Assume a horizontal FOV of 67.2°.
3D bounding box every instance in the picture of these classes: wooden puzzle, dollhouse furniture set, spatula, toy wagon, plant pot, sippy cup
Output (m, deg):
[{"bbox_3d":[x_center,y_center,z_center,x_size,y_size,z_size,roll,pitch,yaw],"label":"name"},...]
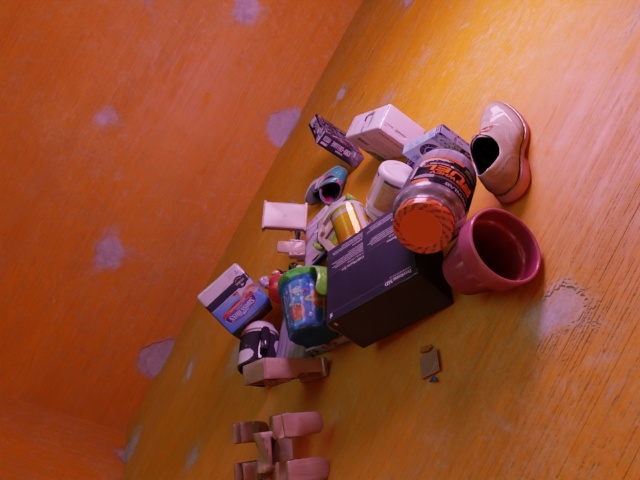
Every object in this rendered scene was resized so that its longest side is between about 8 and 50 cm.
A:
[{"bbox_3d":[0.296,0.334,1.305,0.078,0.014,0.116,-42,29,45],"label":"wooden puzzle"},{"bbox_3d":[-0.107,0.610,1.637,0.362,0.257,0.393,-34,56,48],"label":"dollhouse furniture set"},{"bbox_3d":[0.053,-0.103,2.174,0.242,0.019,0.168,-42,36,-4],"label":"spatula"},{"bbox_3d":[0.113,-0.022,1.943,0.267,0.068,0.344,-56,44,12],"label":"toy wagon"},{"bbox_3d":[0.407,0.047,1.205,0.180,0.201,0.201,128,160,-57],"label":"plant pot"},{"bbox_3d":[-0.167,-0.012,2.263,0.303,0.198,0.286,98,175,-67],"label":"dollhouse furniture set"},{"bbox_3d":[-0.034,0.243,1.696,0.240,0.305,0.224,-15,51,13],"label":"sippy cup"}]

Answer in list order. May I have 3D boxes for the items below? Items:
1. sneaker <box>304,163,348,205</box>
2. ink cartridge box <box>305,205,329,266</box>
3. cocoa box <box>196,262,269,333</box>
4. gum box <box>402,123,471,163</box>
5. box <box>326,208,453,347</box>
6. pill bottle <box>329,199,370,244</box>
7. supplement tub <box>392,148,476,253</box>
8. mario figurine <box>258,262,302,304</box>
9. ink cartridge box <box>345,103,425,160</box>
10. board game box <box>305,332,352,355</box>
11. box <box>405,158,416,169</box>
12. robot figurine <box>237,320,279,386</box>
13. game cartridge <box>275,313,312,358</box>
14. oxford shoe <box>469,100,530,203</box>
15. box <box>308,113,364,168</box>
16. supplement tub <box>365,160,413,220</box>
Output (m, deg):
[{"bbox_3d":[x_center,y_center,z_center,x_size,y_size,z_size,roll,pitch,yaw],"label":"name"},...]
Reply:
[{"bbox_3d":[0.017,-0.232,2.381,0.295,0.124,0.178,-41,21,36],"label":"sneaker"},{"bbox_3d":[0.000,0.000,2.213,0.165,0.065,0.332,-44,27,33],"label":"ink cartridge box"},{"bbox_3d":[-0.379,0.290,2.220,0.231,0.228,0.347,-43,-9,-13],"label":"cocoa box"},{"bbox_3d":[0.399,-0.303,1.634,0.184,0.157,0.041,-24,43,54],"label":"gum box"},{"bbox_3d":[0.197,0.108,1.494,0.343,0.179,0.312,-34,33,30],"label":"box"},{"bbox_3d":[0.128,-0.016,1.775,0.136,0.136,0.245,-44,47,33],"label":"pill bottle"},{"bbox_3d":[0.313,-0.110,1.323,0.193,0.193,0.316,-40,10,39],"label":"supplement tub"},{"bbox_3d":[-0.172,0.160,2.152,0.198,0.170,0.320,-61,4,10],"label":"mario figurine"},{"bbox_3d":[0.265,-0.440,1.999,0.117,0.201,0.278,-65,24,-8],"label":"ink cartridge box"},{"bbox_3d":[0.064,0.296,1.761,0.305,0.053,0.192,-32,35,48],"label":"board game box"},{"bbox_3d":[0.364,-0.313,1.808,0.116,0.029,0.162,-45,5,32],"label":"box"},{"bbox_3d":[-0.259,0.478,2.057,0.209,0.173,0.278,-25,42,24],"label":"robot figurine"},{"bbox_3d":[-0.089,0.362,1.994,0.230,0.068,0.355,-34,35,39],"label":"game cartridge"},{"bbox_3d":[0.513,-0.295,1.407,0.140,0.147,0.396,-39,31,41],"label":"oxford shoe"},{"bbox_3d":[0.075,-0.499,2.403,0.076,0.243,0.307,-52,26,20],"label":"box"},{"bbox_3d":[0.251,-0.173,1.749,0.144,0.145,0.199,-90,16,-48],"label":"supplement tub"}]
